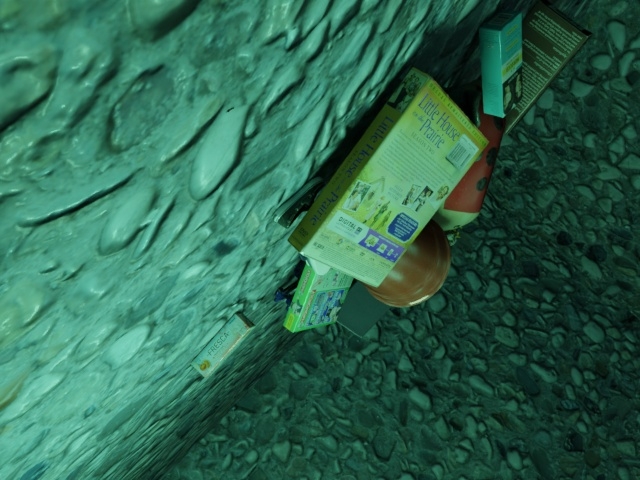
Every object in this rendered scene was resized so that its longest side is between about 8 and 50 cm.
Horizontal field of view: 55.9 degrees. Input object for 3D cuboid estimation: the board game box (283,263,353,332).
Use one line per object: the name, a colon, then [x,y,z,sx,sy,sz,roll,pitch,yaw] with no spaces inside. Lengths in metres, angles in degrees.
board game box: [0.024,0.106,1.742,0.214,0.046,0.317,0,116,-54]

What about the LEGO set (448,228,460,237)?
LEGO set: [0.408,-0.147,2.180,0.192,0.331,0.255,-50,150,-1]

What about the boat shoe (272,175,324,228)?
boat shoe: [-0.036,-0.075,1.216,0.142,0.040,0.049,-43,169,-25]

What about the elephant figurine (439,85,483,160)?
elephant figurine: [0.319,-0.312,1.473,0.186,0.170,0.239,-14,-117,64]

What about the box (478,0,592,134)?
box: [0.655,-0.547,1.926,0.381,0.191,0.143,-54,169,33]

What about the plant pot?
plant pot: [0.171,0.020,1.572,0.272,0.272,0.265,-49,150,8]

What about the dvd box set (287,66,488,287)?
dvd box set: [0.153,-0.111,1.276,0.420,0.062,0.308,-54,141,9]

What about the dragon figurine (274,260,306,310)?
dragon figurine: [-0.022,0.093,1.822,0.289,0.085,0.144,-49,171,17]

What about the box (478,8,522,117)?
box: [0.456,-0.441,1.518,0.100,0.060,0.244,-44,138,-24]

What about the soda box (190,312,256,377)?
soda box: [-0.256,0.275,1.598,0.183,0.058,0.063,-47,171,3]

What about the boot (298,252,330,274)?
boot: [-0.029,0.000,1.505,0.069,0.086,0.189,-32,136,-26]

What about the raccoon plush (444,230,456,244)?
raccoon plush: [0.289,-0.026,2.075,0.216,0.299,0.446,-48,171,-4]

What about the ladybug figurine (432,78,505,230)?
ladybug figurine: [0.416,-0.229,1.730,0.305,0.162,0.448,-41,144,-62]

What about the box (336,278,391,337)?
box: [0.195,0.145,2.368,0.343,0.179,0.312,-50,-166,21]
